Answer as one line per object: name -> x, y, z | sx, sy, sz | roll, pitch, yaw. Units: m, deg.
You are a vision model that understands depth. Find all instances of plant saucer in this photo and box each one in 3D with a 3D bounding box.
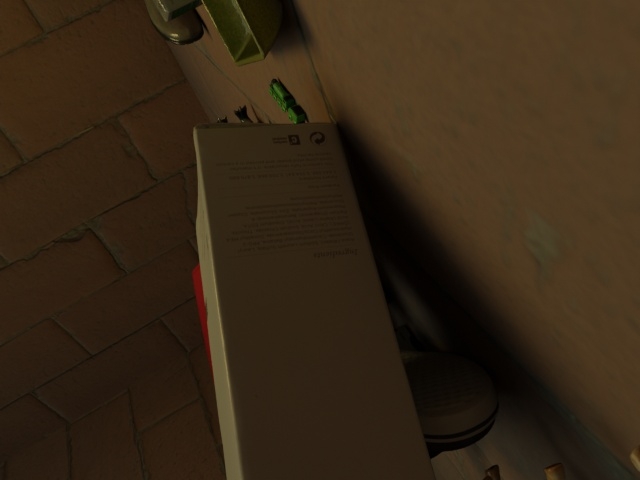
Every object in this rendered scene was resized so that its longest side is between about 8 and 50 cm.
plant saucer -> -0.098, -0.274, 0.512 | 0.188, 0.045, 0.188 | 62, 173, -22

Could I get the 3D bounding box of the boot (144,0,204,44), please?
boot -> -0.311, -0.498, 0.959 | 0.246, 0.084, 0.161 | 56, 167, 14

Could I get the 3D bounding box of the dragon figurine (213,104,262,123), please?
dragon figurine -> -0.134, -0.171, 1.037 | 0.144, 0.085, 0.289 | 58, 172, 15

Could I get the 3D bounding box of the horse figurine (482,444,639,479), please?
horse figurine -> 0.178, 0.241, 0.346 | 0.263, 0.066, 0.174 | 120, 134, -58

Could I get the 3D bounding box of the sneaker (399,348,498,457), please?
sneaker -> 0.109, 0.204, 0.603 | 0.321, 0.126, 0.127 | 161, 90, -74

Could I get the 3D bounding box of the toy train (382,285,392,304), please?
toy train -> 0.078, 0.074, 0.826 | 0.036, 0.027, 0.158 | 50, 175, -17

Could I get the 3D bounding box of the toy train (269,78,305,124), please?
toy train -> -0.044, -0.177, 0.657 | 0.083, 0.017, 0.023 | 56, 162, 28

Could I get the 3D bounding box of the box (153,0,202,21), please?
box -> -0.177, -0.337, 0.628 | 0.101, 0.087, 0.101 | 61, 173, -22

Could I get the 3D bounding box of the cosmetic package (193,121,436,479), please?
cosmetic package -> -0.034, 0.096, 0.522 | 0.217, 0.157, 0.384 | 111, 151, -58

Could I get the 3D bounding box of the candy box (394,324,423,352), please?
candy box -> 0.155, 0.254, 0.835 | 0.159, 0.071, 0.233 | 57, 173, 30

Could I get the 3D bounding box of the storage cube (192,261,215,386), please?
storage cube -> -0.060, 0.094, 0.779 | 0.215, 0.184, 0.193 | -42, 56, 41
